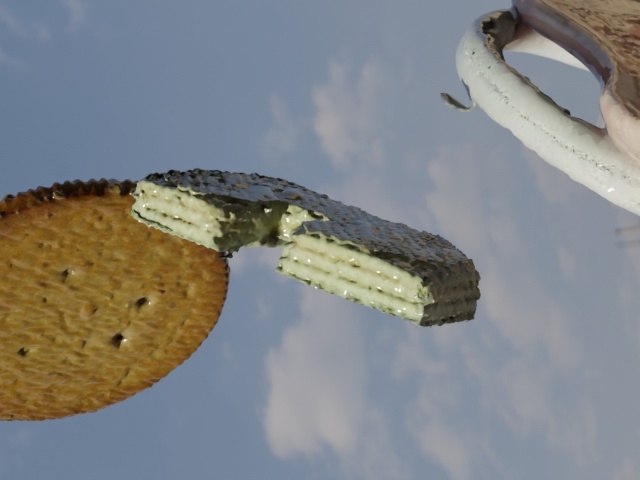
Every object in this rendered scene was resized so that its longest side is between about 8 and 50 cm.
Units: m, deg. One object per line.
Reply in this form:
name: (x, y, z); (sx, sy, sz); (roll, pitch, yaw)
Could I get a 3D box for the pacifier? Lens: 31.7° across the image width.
pacifier: (0.225, -0.096, 0.532); (0.220, 0.273, 0.332); (40, -161, -26)

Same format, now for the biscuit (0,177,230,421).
biscuit: (-0.227, 0.057, 1.022); (0.305, 0.305, 0.038); (37, -161, -47)

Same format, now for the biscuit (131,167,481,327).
biscuit: (0.000, 0.000, 0.779); (0.147, 0.250, 0.046); (-2, -71, -55)
